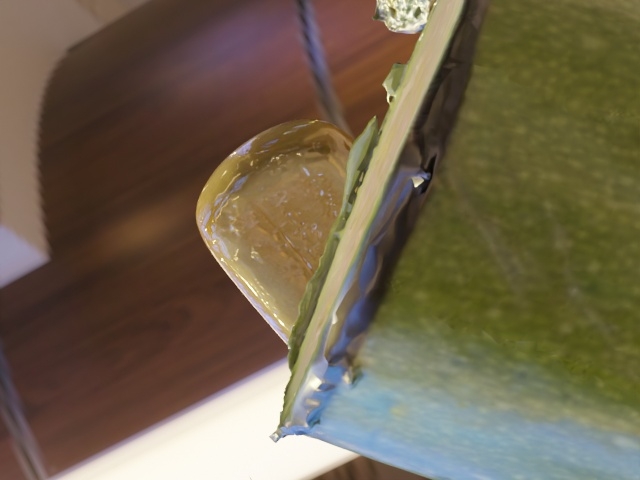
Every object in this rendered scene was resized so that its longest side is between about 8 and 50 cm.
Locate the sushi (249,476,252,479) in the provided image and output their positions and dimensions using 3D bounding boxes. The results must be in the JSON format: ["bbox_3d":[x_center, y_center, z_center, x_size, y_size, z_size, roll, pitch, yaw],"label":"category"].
[{"bbox_3d":[0.022,0.355,1.318,0.343,0.064,0.359,59,177,-5],"label":"sushi"}]

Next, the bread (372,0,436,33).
[{"bbox_3d":[0.170,-0.268,1.764,0.269,0.098,0.087,-22,-136,-35],"label":"bread"}]

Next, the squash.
[{"bbox_3d":[0.196,0.023,0.809,0.384,0.263,0.263,19,-152,-6],"label":"squash"}]

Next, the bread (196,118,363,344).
[{"bbox_3d":[0.000,0.000,1.437,0.217,0.147,0.098,56,-176,-30],"label":"bread"}]
